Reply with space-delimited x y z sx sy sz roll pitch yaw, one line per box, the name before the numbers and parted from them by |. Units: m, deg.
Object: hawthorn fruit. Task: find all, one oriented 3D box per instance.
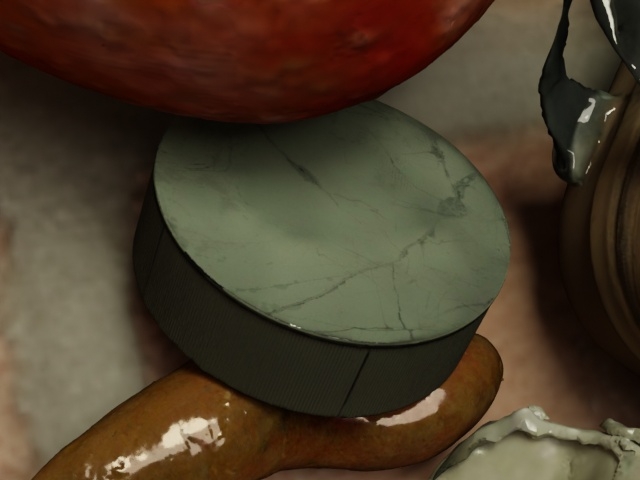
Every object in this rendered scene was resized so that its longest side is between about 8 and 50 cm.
hawthorn fruit | -0.033 -0.180 0.504 0.284 0.284 0.284 6 71 -19

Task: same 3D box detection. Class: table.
table | 0.000 0.000 0.544 0.133 0.043 0.133 12 43 -11

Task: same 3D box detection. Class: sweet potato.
sweet potato | -0.015 0.063 0.543 0.202 0.055 0.058 -11 105 -25

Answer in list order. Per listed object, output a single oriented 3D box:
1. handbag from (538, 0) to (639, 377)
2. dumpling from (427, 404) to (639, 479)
handbag | 0.209 -0.065 0.571 0.283 0.149 0.302 28 83 -23
dumpling | 0.141 0.163 0.533 0.247 0.142 0.172 24 87 17
